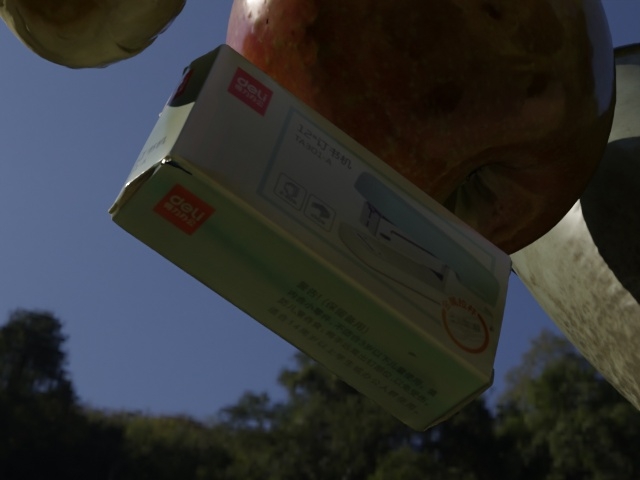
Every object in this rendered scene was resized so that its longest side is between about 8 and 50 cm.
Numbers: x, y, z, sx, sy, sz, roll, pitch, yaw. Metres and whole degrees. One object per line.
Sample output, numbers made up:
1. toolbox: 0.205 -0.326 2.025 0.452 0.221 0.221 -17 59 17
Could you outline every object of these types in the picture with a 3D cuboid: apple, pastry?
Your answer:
1. apple: 0.087 -0.130 1.117 0.319 0.277 0.319 -22 -38 -18
2. pastry: -0.159 -0.197 0.945 0.157 0.092 0.156 3 -78 15

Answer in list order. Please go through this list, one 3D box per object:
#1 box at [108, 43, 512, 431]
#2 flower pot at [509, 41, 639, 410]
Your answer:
1. box: 0.000 0.000 0.919 0.269 0.135 0.079 36 -50 -15
2. flower pot: 0.334 0.017 1.250 0.294 0.330 0.293 -7 -56 -10
